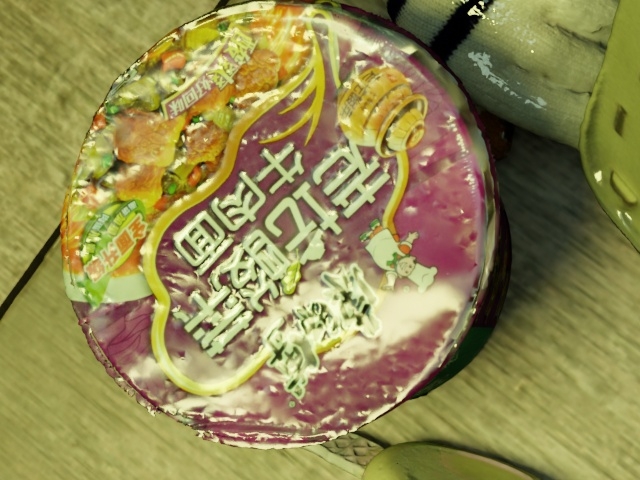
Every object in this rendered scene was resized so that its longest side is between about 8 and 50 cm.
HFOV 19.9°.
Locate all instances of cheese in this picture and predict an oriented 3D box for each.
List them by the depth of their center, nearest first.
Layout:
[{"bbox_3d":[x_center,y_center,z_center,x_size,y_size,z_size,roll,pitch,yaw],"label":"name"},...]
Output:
[{"bbox_3d":[0.048,0.144,1.103,0.192,0.097,0.037,22,120,30],"label":"cheese"}]

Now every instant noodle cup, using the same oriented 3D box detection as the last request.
[{"bbox_3d":[0.000,0.000,1.071,0.251,0.190,0.251,-2,82,16],"label":"instant noodle cup"}]

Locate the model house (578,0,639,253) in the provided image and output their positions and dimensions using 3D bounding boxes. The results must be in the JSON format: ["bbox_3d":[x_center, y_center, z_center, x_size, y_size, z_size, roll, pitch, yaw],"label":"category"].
[{"bbox_3d":[0.318,-0.075,0.984,0.278,0.205,0.218,-27,64,-18],"label":"model house"}]

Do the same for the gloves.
[{"bbox_3d":[0.111,-0.142,1.093,0.140,0.131,0.219,-39,66,10],"label":"gloves"}]
